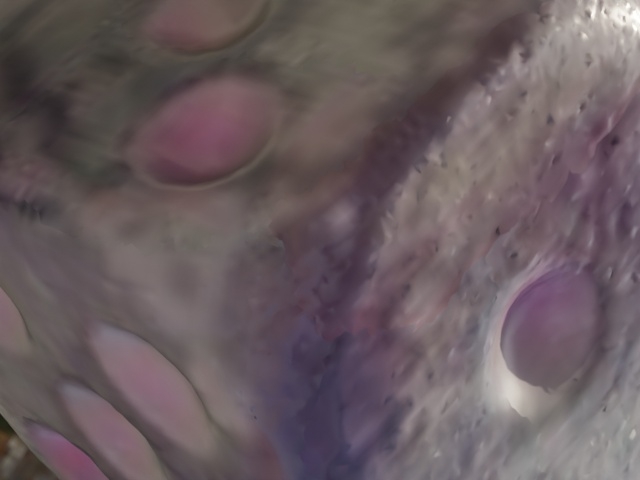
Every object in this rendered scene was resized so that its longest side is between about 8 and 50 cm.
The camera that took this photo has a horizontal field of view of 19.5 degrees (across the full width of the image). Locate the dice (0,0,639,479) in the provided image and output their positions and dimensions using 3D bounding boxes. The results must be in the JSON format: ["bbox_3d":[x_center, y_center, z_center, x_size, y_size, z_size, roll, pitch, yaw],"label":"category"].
[{"bbox_3d":[0.000,0.000,0.834,0.270,0.271,0.270,-44,133,-25],"label":"dice"}]
